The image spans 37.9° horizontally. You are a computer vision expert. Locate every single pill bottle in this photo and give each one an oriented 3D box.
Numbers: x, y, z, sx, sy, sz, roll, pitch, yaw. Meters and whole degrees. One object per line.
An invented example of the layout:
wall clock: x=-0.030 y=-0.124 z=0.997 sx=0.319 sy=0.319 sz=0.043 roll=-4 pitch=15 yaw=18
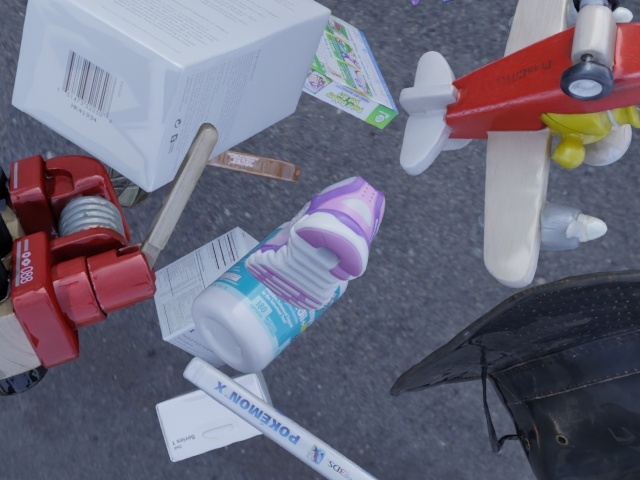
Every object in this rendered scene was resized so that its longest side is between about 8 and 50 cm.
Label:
pill bottle: x=-0.058 y=0.068 z=1.415 sx=0.264 sy=0.146 sz=0.146 roll=-42 pitch=117 yaw=-29

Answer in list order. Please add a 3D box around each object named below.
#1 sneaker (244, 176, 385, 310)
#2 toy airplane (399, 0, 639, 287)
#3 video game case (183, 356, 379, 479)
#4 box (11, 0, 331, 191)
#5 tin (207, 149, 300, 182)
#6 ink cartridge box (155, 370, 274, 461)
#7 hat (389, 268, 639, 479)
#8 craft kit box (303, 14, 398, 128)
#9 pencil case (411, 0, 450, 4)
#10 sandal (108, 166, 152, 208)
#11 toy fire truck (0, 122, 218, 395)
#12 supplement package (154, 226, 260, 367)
sneaker: x=0.000 y=0.000 z=0.988 sx=0.095 sy=0.236 sz=0.104 roll=35 pitch=63 yaw=-11
toy airplane: x=0.297 y=-0.171 z=1.252 sx=0.272 sy=0.384 sz=0.386 roll=25 pitch=110 yaw=-33
video game case: x=-0.024 y=0.286 z=1.309 sx=0.036 sy=0.300 sz=0.329 roll=-55 pitch=161 yaw=-11
box: x=-0.175 y=-0.232 z=1.167 sx=0.215 sy=0.345 sz=0.168 roll=32 pitch=124 yaw=14
tin: x=-0.128 y=-0.134 z=1.637 sx=0.189 sy=0.106 sz=0.040 roll=12 pitch=96 yaw=6
ink cartridge box: x=-0.201 y=0.341 z=1.859 sx=0.201 sy=0.278 sz=0.117 roll=-18 pitch=85 yaw=-3
hat: x=0.202 y=0.105 z=0.581 sx=0.331 sy=0.331 sz=0.134 roll=-6 pitch=72 yaw=-20
craft kit box: x=0.015 y=-0.352 z=1.777 sx=0.246 sy=0.250 sz=0.061 roll=23 pitch=127 yaw=-41
pencil case: x=0.121 y=-0.383 z=1.083 sx=0.088 sy=0.086 sz=0.206 roll=-12 pitch=111 yaw=17
sandal: x=-0.334 y=-0.155 z=1.635 sx=0.090 sy=0.060 sz=0.219 roll=8 pitch=70 yaw=-31
toy fire truck: x=-0.195 y=-0.016 z=0.800 sx=0.246 sy=0.217 sz=0.158 roll=-17 pitch=125 yaw=-5
supplement package: x=-0.174 y=0.113 z=1.759 sx=0.203 sy=0.149 sz=0.194 roll=-28 pitch=148 yaw=14
